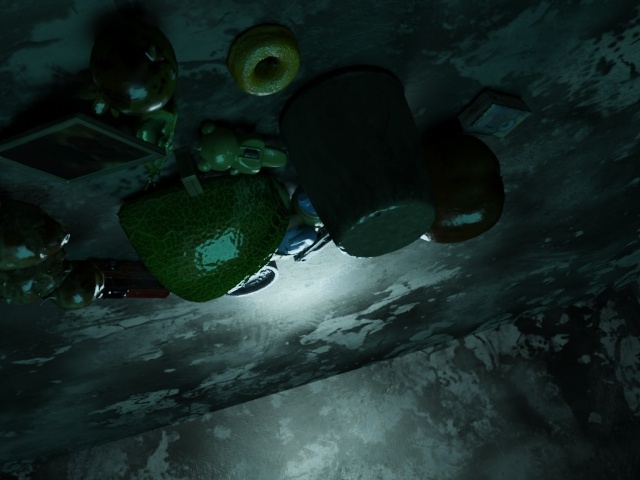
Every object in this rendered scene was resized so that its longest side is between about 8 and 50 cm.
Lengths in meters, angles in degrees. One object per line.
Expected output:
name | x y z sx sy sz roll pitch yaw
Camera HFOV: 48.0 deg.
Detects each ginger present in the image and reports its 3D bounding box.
ginger | -0.646 0.025 1.578 0.256 0.176 0.375 -1 145 8

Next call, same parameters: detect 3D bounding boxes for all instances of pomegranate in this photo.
pomegranate | -0.339 -0.279 1.214 0.220 0.156 0.156 -18 156 21

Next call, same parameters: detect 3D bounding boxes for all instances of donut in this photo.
donut | -0.104 -0.336 1.361 0.151 0.058 0.152 -15 152 -8

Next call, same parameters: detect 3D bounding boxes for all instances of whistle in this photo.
whistle | -0.172 -0.192 1.556 0.227 0.105 0.085 3 -173 -37

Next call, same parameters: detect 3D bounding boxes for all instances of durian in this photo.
durian | -0.327 -0.199 1.426 0.086 0.100 0.215 0 142 -27

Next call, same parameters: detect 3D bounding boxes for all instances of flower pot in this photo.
flower pot | 0.088 -0.150 1.541 0.293 0.330 0.294 -13 155 -7

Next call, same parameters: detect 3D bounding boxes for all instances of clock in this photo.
clock | -0.224 0.093 2.107 0.196 0.068 0.197 -16 154 -8

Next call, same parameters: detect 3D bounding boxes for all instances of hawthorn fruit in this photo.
hawthorn fruit | 0.312 -0.118 1.821 0.300 0.268 0.268 -17 155 9

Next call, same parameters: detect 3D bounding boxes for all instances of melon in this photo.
melon | -0.248 -0.040 1.721 0.343 0.226 0.331 -26 111 19

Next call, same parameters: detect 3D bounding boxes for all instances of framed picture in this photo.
framed picture | -0.474 -0.169 1.375 0.289 0.020 0.211 -10 161 32

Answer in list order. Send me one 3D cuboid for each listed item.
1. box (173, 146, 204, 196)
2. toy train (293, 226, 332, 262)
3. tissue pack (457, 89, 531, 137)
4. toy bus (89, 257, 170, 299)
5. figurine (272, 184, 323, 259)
box | -0.288 -0.149 1.575 0.035 0.079 0.083 -18 153 -3
toy train | 0.000 0.000 2.095 0.043 0.047 0.207 9 142 -45
tissue pack | 0.425 -0.307 1.760 0.148 0.060 0.108 3 146 -38
toy bus | -0.511 0.106 1.911 0.234 0.096 0.073 3 144 -40
figurine | -0.072 -0.048 1.843 0.180 0.154 0.262 -49 179 -41
